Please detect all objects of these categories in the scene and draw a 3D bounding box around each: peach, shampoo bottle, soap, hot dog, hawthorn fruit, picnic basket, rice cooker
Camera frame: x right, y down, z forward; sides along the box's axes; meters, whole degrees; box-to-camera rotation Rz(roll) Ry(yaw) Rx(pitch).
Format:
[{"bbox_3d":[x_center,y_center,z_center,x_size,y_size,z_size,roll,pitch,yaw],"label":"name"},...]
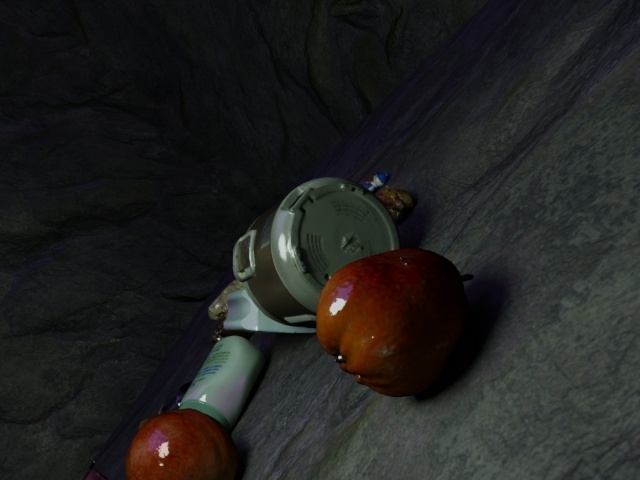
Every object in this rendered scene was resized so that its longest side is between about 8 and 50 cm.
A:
[{"bbox_3d":[-0.309,0.467,1.203,0.232,0.232,0.257,-50,54,3],"label":"peach"},{"bbox_3d":[-0.285,0.430,1.488,0.222,0.151,0.349,-34,18,38],"label":"shampoo bottle"},{"bbox_3d":[-0.155,0.199,1.548,0.347,0.208,0.115,159,116,-66],"label":"soap"},{"bbox_3d":[0.190,-0.104,1.565,0.104,0.076,0.250,-49,10,0],"label":"hot dog"},{"bbox_3d":[0.125,0.108,0.858,0.261,0.224,0.224,-36,9,-11],"label":"hawthorn fruit"},{"bbox_3d":[-0.383,0.391,2.193,0.110,0.055,0.193,-51,12,1],"label":"picnic basket"},{"bbox_3d":[-0.015,0.042,1.285,0.335,0.335,0.325,-56,14,-26],"label":"rice cooker"}]

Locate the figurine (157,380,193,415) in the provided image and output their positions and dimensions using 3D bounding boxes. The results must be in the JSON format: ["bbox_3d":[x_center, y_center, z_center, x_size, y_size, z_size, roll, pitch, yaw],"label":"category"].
[{"bbox_3d":[-0.418,0.533,1.687,0.308,0.143,0.308,-48,29,38],"label":"figurine"}]

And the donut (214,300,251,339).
[{"bbox_3d":[-0.298,0.292,2.001,0.085,0.141,0.217,-39,22,8],"label":"donut"}]

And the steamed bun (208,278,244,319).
[{"bbox_3d":[-0.332,0.230,2.282,0.292,0.137,0.295,-45,6,40],"label":"steamed bun"}]

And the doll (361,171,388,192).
[{"bbox_3d":[0.180,-0.190,1.918,0.143,0.057,0.099,-36,17,32],"label":"doll"}]

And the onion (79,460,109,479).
[{"bbox_3d":[-0.786,0.923,1.791,0.267,0.159,0.348,-56,5,32],"label":"onion"}]
